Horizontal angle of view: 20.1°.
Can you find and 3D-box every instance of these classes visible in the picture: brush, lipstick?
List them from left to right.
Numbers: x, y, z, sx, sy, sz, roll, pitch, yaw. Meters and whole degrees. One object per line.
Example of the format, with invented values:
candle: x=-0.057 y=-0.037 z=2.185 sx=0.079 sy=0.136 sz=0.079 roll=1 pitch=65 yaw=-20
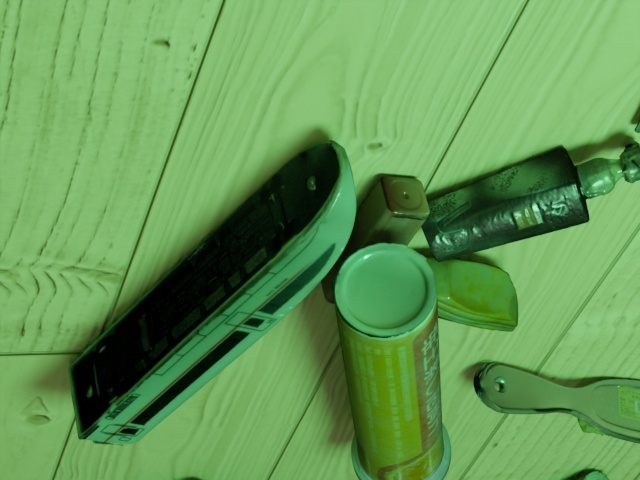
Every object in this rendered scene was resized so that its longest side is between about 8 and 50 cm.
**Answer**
lipstick: x=0.047 y=0.001 z=1.635 sx=0.045 sy=0.045 sz=0.145 roll=3 pitch=144 yaw=-26
brush: x=0.283 y=0.186 z=1.984 sx=0.313 sy=0.072 sz=0.067 roll=11 pitch=152 yaw=-32

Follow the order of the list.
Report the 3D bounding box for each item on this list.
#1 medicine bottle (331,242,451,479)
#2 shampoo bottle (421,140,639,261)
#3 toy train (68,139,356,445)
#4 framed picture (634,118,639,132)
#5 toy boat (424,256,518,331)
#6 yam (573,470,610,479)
medicine bottle: x=0.069 y=0.137 z=1.736 sx=0.108 sy=0.108 sz=0.426 roll=-14 pitch=154 yaw=-1
shampoo bottle: x=0.192 y=-0.040 z=1.620 sx=0.207 sy=0.063 sz=0.057 roll=-18 pitch=136 yaw=9
toy train: x=-0.080 y=0.052 z=1.622 sx=0.088 sy=0.086 sz=0.407 roll=17 pitch=135 yaw=-38
framed picture: x=0.406 y=-0.182 z=1.528 sx=0.216 sy=0.016 sz=0.273 roll=-3 pitch=145 yaw=-18
toy boat: x=0.138 y=0.052 z=1.731 sx=0.172 sy=0.065 sz=0.066 roll=18 pitch=157 yaw=-38
yam: x=0.285 y=0.353 z=2.215 sx=0.078 sy=0.078 sz=0.179 roll=20 pitch=134 yaw=-41
